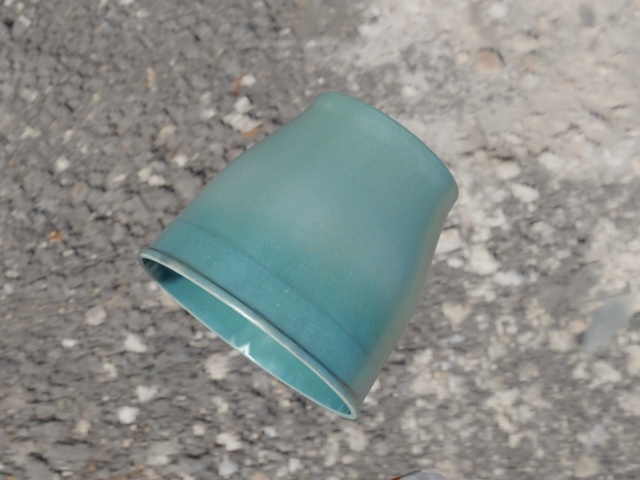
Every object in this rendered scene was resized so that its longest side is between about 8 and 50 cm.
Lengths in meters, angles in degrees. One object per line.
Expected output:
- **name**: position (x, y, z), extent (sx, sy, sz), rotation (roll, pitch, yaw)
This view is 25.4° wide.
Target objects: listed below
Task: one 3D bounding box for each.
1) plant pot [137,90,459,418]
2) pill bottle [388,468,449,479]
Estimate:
- **plant pot**: position (0.000, 0.000, 1.440), extent (0.272, 0.272, 0.255), rotation (40, 78, -13)
- **pill bottle**: position (-0.020, 0.209, 0.715), extent (0.221, 0.121, 0.121), rotation (-25, 92, 13)
